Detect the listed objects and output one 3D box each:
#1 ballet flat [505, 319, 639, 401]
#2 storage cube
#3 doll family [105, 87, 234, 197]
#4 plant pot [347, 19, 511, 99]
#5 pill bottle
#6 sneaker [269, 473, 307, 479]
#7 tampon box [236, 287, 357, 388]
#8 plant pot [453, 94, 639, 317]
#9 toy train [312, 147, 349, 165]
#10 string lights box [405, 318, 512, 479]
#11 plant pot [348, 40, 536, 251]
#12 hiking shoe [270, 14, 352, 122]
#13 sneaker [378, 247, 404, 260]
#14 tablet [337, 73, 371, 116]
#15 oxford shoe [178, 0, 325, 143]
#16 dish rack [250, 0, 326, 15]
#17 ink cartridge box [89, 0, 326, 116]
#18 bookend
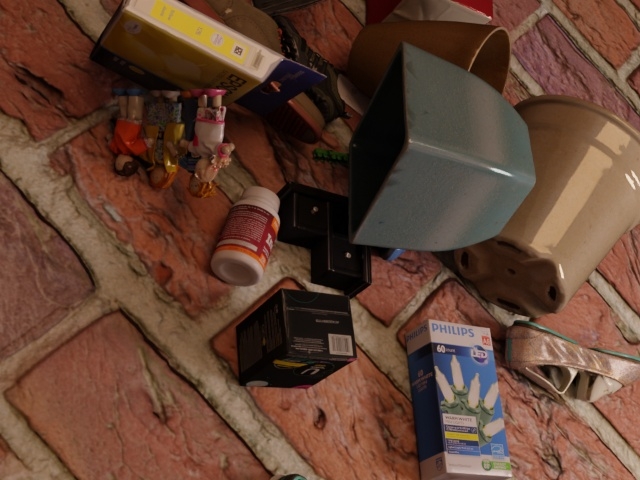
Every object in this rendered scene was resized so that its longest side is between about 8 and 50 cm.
[{"bbox_3d":[0.467,0.236,1.851,0.316,0.107,0.106,18,77,-18],"label":"ballet flat"},{"bbox_3d":[0.214,-0.499,2.019,0.215,0.184,0.193,17,59,-25],"label":"storage cube"},{"bbox_3d":[-0.209,-0.148,1.553,0.118,0.263,0.163,-5,99,-54],"label":"doll family"},{"bbox_3d":[0.187,-0.311,1.858,0.254,0.237,0.237,23,46,23],"label":"plant pot"},{"bbox_3d":[-0.114,-0.009,1.605,0.086,0.086,0.152,29,54,-17],"label":"pill bottle"},{"bbox_3d":[-0.044,0.408,1.430,0.065,0.076,0.166,10,61,-27],"label":"sneaker"},{"bbox_3d":[-0.039,0.153,1.517,0.120,0.161,0.101,8,62,-28],"label":"tampon box"},{"bbox_3d":[0.409,-0.039,1.835,0.334,0.334,0.305,41,62,-8],"label":"plant pot"},{"bbox_3d":[0.023,-0.152,1.816,0.083,0.017,0.023,6,52,-30],"label":"toy train"},{"bbox_3d":[0.226,0.271,1.677,0.133,0.077,0.259,10,60,-27],"label":"string lights box"},{"bbox_3d":[0.204,-0.129,1.652,0.252,0.248,0.247,14,47,-14],"label":"plant pot"},{"bbox_3d":[-0.028,-0.308,1.839,0.114,0.086,0.227,-12,73,-55],"label":"hiking shoe"},{"bbox_3d":[0.179,-0.023,1.813,0.082,0.069,0.209,45,50,-9],"label":"sneaker"},{"bbox_3d":[0.059,-0.276,1.913,0.083,0.006,0.054,37,51,-11],"label":"tablet"},{"bbox_3d":[-0.097,-0.321,1.744,0.130,0.123,0.348,-42,92,-23],"label":"oxford shoe"},{"bbox_3d":[-0.063,-0.538,1.859,0.208,0.074,0.271,-18,60,1],"label":"dish rack"},{"bbox_3d":[-0.186,-0.266,1.563,0.307,0.303,0.072,28,76,-17],"label":"ink cartridge box"},{"bbox_3d":[0.000,0.000,1.682,0.157,0.072,0.156,15,58,-25],"label":"bookend"}]
